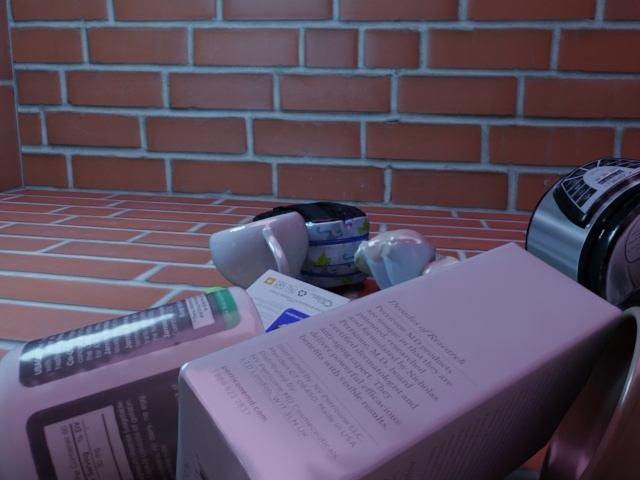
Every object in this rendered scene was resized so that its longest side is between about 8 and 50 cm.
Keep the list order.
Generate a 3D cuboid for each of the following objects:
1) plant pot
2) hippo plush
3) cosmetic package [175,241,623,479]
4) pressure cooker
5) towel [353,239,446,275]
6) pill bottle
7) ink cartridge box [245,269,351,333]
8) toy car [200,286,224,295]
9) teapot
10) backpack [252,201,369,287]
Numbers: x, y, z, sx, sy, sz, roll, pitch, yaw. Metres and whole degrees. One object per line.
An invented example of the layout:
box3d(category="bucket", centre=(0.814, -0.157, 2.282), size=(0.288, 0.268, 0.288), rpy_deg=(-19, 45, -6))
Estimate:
box3d(category="plant pot", centre=(0.390, 0.235, 0.598), size=(0.229, 0.263, 0.263), rpy_deg=(26, 20, 17))
box3d(category="hippo plush", centre=(0.125, 0.141, 0.901), size=(0.234, 0.236, 0.294), rpy_deg=(35, -10, 46))
box3d(category="cosmetic package", centre=(0.090, 0.179, 0.585), size=(0.453, 0.230, 0.161), rpy_deg=(-15, 41, -36))
box3d(category="pressure cooker", centre=(0.667, 0.031, 1.152), size=(0.375, 0.370, 0.420), rpy_deg=(10, 13, -6))
box3d(category="towel", centre=(0.262, 0.083, 1.293), size=(0.320, 0.090, 0.374), rpy_deg=(19, 6, 15))
box3d(category="pill bottle", centre=(-0.234, 0.192, 0.641), size=(0.360, 0.204, 0.204), rpy_deg=(-14, 17, -16))
box3d(category="ink cartridge box", centre=(-0.119, 0.188, 0.863), size=(0.175, 0.069, 0.371), rpy_deg=(18, 40, 30))
box3d(category="toy car", centre=(-0.211, 0.145, 1.260), size=(0.238, 0.053, 0.225), rpy_deg=(-7, 16, -34))
box3d(category="teapot", centre=(-0.130, 0.046, 1.331), size=(0.252, 0.187, 0.256), rpy_deg=(-14, 2, 27))
box3d(category="backpack", centre=(0.000, 0.000, 1.557), size=(0.289, 0.274, 0.355), rpy_deg=(-3, -8, -26))
